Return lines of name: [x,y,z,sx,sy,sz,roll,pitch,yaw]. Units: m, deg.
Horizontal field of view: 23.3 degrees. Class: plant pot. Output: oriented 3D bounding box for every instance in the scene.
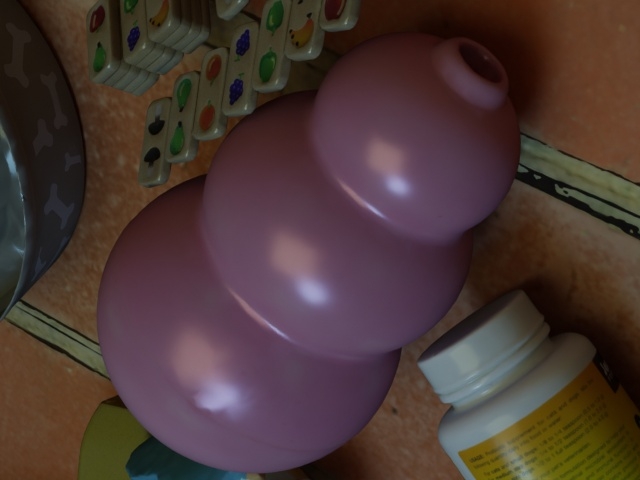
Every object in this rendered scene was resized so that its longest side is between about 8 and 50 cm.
plant pot: [-0.143,0.165,1.243,0.081,0.081,0.083,8,107,33]

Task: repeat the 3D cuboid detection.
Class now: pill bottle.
pill bottle: [0.155,0.141,0.989,0.117,0.117,0.215,-34,92,41]

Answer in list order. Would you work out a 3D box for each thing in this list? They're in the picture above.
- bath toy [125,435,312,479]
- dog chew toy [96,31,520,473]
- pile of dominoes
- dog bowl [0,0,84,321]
bath toy: [-0.008,0.284,1.170,0.129,0.151,0.348,-26,105,22]
dog chew toy: [0.000,0.000,0.984,0.206,0.206,0.332,46,122,7]
pile of dominoes: [-0.063,-0.168,0.961,0.251,0.040,0.196,-34,52,42]
dog bowl: [-0.335,-0.083,1.234,0.349,0.102,0.348,17,122,28]
